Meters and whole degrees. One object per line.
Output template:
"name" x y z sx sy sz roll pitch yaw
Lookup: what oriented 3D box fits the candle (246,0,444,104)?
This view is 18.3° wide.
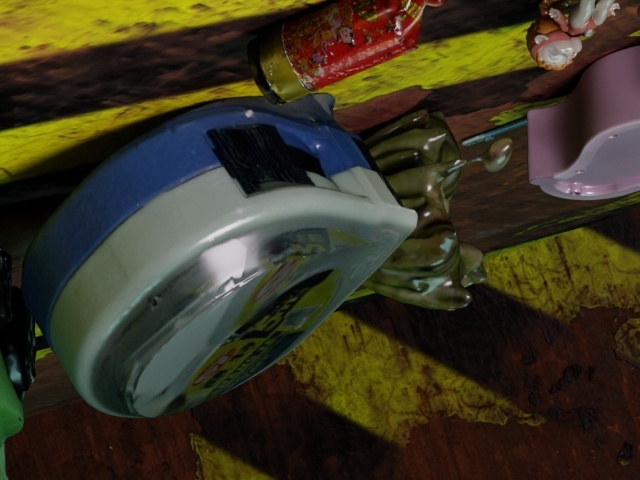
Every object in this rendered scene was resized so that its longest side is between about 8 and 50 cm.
"candle" 0.019 -0.130 1.262 0.131 0.052 0.052 -21 173 22

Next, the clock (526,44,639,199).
"clock" 0.365 -0.106 1.894 0.290 0.080 0.275 9 160 -28

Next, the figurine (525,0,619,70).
"figurine" 0.188 -0.165 1.454 0.064 0.047 0.109 -7 160 -26

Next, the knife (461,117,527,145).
"knife" 0.191 -0.114 2.049 0.096 0.010 0.027 -20 174 21

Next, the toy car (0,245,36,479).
"toy car" -0.332 0.111 1.527 0.213 0.176 0.358 -3 167 -3

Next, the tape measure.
"tape measure" -0.087 0.018 1.504 0.259 0.138 0.262 -47 159 21

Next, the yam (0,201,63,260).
"yam" -0.190 -0.019 1.686 0.045 0.045 0.327 21 -155 40

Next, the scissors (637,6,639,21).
"scissors" 0.332 -0.225 1.440 0.160 0.024 0.317 -14 170 -17

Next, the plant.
"plant" -0.007 -0.034 1.791 0.333 0.180 0.251 3 -178 -1
